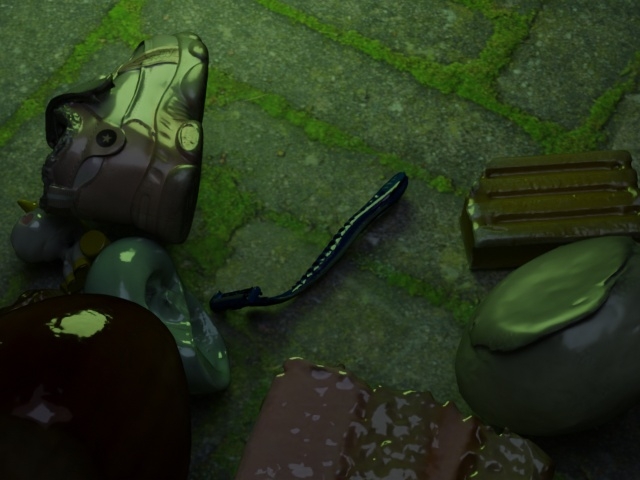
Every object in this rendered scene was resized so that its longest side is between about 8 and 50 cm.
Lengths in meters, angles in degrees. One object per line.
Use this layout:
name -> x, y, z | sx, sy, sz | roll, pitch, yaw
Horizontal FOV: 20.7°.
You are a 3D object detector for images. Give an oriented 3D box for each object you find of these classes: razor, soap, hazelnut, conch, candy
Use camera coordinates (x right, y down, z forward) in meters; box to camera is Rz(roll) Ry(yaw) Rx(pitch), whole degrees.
razor -> 0.006, 0.011, 2.210 | 0.324, 0.093, 0.056 | -36, 103, -31
soap -> 0.296, -0.040, 2.251 | 0.232, 0.073, 0.140 | -4, 52, -7
hazelnut -> -0.297, 0.224, 1.854 | 0.365, 0.366, 0.366 | 2, 53, -3
conch -> -0.191, 0.099, 2.073 | 0.185, 0.121, 0.221 | -4, 56, -47
candy -> 0.295, 0.116, 2.045 | 0.295, 0.185, 0.295 | -25, 17, 8

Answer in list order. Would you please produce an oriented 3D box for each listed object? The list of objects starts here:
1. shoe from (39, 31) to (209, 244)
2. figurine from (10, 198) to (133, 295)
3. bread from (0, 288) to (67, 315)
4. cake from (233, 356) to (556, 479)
shoe -> -0.244, -0.149, 2.189 | 0.198, 0.172, 0.351 | 7, 35, -8
figurine -> -0.316, 0.002, 2.174 | 0.178, 0.109, 0.129 | 30, 30, 18
bread -> -0.437, 0.167, 2.036 | 0.367, 0.084, 0.077 | -34, 102, -28
cake -> 0.051, 0.321, 1.814 | 0.306, 0.314, 0.293 | 20, 56, 9
